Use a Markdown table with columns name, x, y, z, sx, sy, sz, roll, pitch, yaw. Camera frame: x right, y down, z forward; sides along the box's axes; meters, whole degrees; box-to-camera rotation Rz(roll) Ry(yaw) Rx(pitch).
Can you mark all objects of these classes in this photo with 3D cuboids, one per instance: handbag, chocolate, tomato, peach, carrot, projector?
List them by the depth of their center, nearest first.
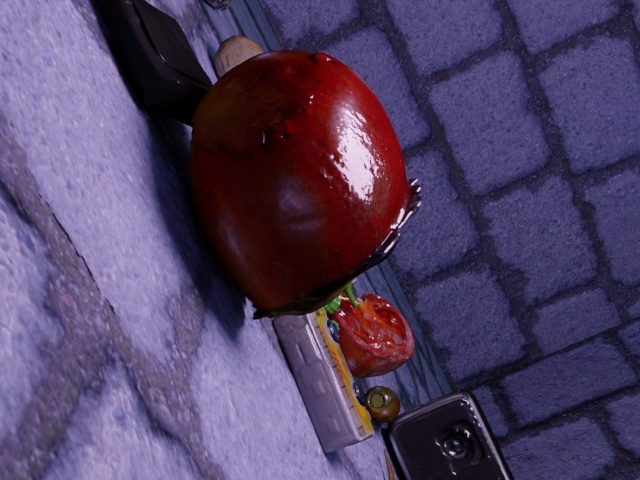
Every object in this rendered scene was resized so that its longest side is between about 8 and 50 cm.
| name | x | y | z | sx | sy | sz | roll | pitch | yaw |
| --- | --- | --- | --- | --- | --- | --- | --- | --- | --- |
| peach | -0.042 | -0.082 | 1.258 | 0.353 | 0.339 | 0.417 | 13 | 52 | -53 |
| handbag | -0.266 | -0.299 | 1.328 | 0.223 | 0.080 | 0.247 | 60 | 10 | 9 |
| tomato | 0.090 | 0.223 | 1.812 | 0.233 | 0.139 | 0.200 | 11 | 37 | -36 |
| carrot | 0.149 | 0.386 | 1.896 | 0.193 | 0.087 | 0.087 | 48 | 19 | -69 |
| chocolate | -0.158 | -0.345 | 1.921 | 0.309 | 0.134 | 0.134 | 63 | 8 | 13 |
| projector | 0.350 | 0.592 | 2.022 | 0.395 | 0.242 | 0.405 | 66 | 7 | 16 |

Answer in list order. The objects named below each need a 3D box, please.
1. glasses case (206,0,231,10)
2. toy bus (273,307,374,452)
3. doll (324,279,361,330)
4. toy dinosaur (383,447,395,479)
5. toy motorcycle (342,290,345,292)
| name | x | y | z | sx | sy | sz | roll | pitch | yaw |
| --- | --- | --- | --- | --- | --- | --- | --- | --- | --- |
| glasses case | -0.300 | -0.695 | 2.218 | 0.248 | 0.065 | 0.087 | -10 | 77 | -80 |
| toy bus | 0.003 | 0.235 | 1.426 | 0.268 | 0.092 | 0.106 | 68 | 19 | 11 |
| doll | 0.027 | 0.123 | 1.697 | 0.115 | 0.190 | 0.050 | 34 | -23 | -8 |
| toy dinosaur | 0.155 | 0.523 | 1.698 | 0.162 | 0.039 | 0.126 | 66 | 10 | 10 |
| toy motorcycle | 0.083 | 0.213 | 1.985 | 0.122 | 0.080 | 0.215 | 45 | 26 | -67 |
